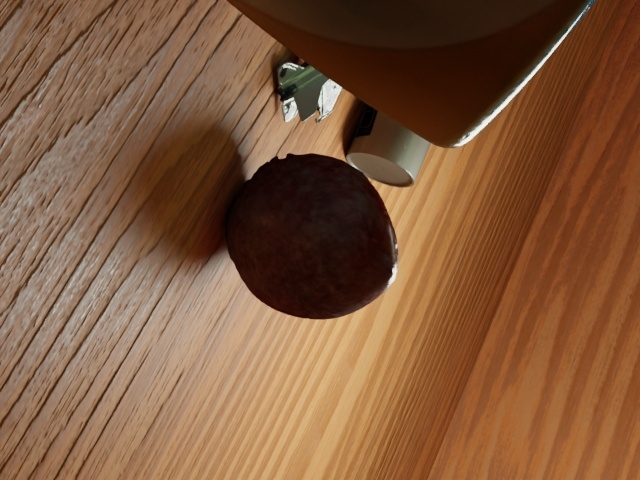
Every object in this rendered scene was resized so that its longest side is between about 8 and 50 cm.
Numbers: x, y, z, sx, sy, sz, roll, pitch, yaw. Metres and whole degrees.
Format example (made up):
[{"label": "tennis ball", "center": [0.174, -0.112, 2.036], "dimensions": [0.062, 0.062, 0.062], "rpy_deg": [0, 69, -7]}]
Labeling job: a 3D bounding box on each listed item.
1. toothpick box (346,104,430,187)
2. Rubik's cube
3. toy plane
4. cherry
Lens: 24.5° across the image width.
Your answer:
[{"label": "toothpick box", "center": [0.118, -0.179, 2.126], "dimensions": [0.111, 0.111, 0.180], "rpy_deg": [62, 48, -66]}, {"label": "Rubik's cube", "center": [0.133, -0.350, 1.443], "dimensions": [0.351, 0.347, 0.352], "rpy_deg": [-54, -178, -37]}, {"label": "toy plane", "center": [0.021, -0.229, 1.811], "dimensions": [0.234, 0.082, 0.160], "rpy_deg": [-46, 148, -29]}, {"label": "cherry", "center": [0.000, 0.000, 1.705], "dimensions": [0.192, 0.250, 0.175], "rpy_deg": [-55, 134, -6]}]
